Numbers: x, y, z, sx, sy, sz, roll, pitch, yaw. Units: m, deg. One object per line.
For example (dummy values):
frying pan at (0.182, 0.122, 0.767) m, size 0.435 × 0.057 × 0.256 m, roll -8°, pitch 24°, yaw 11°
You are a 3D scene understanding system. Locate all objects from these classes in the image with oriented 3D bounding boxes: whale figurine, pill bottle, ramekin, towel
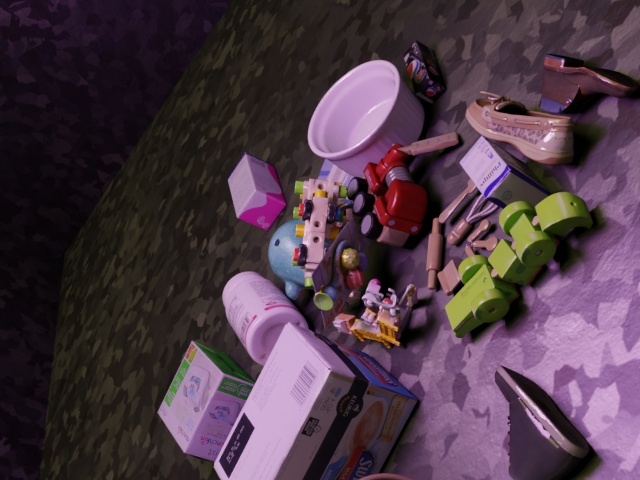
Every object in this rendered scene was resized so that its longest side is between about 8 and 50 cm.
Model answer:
whale figurine at (-0.036, 0.050, 2.063) m, size 0.216 × 0.141 × 0.272 m, roll -57°, pitch 36°, yaw 13°
pill bottle at (-0.148, 0.191, 2.125) m, size 0.160 × 0.160 × 0.283 m, roll -61°, pitch 29°, yaw 8°
ramekin at (0.116, -0.282, 2.008) m, size 0.277 × 0.135 × 0.277 m, roll -29°, pitch 42°, yaw 30°
towel at (0.079, -0.193, 2.171) m, size 0.285 × 0.034 × 0.209 m, roll 11°, pitch 77°, yaw 61°

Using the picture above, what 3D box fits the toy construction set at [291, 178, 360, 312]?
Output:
toy construction set at (0.000, 0.000, 1.892) m, size 0.215 × 0.151 × 0.328 m, roll 102°, pitch 159°, yaw -74°

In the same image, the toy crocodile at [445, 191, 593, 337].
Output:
toy crocodile at (0.341, 0.046, 1.494) m, size 0.341 × 0.105 × 0.115 m, roll -55°, pitch 30°, yaw 27°

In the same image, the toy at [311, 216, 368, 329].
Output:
toy at (0.059, 0.067, 1.769) m, size 0.056 × 0.137 × 0.237 m, roll 2°, pitch 32°, yaw 29°

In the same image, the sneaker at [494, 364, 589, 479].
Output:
sneaker at (0.320, 0.301, 1.338) m, size 0.118 × 0.083 × 0.222 m, roll -57°, pitch 31°, yaw 16°

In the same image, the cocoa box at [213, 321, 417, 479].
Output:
cocoa box at (-0.015, 0.387, 1.680) m, size 0.347 × 0.227 × 0.231 m, roll -63°, pitch 29°, yaw 5°

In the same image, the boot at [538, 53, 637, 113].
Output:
boot at (0.484, -0.268, 1.533) m, size 0.219 × 0.082 × 0.106 m, roll 45°, pitch 130°, yaw 55°

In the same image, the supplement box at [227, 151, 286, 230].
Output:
supplement box at (-0.193, -0.148, 2.509) m, size 0.114 × 0.111 × 0.220 m, roll -53°, pitch 31°, yaw 22°

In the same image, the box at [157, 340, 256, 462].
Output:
box at (-0.302, 0.430, 2.243) m, size 0.231 × 0.126 × 0.262 m, roll -63°, pitch 30°, yaw 1°

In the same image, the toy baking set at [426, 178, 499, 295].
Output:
toy baking set at (0.290, -0.012, 1.689) m, size 0.196 × 0.030 × 0.256 m, roll -28°, pitch 46°, yaw 44°

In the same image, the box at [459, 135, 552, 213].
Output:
box at (0.347, -0.113, 1.564) m, size 0.072 × 0.126 × 0.137 m, roll -51°, pitch 32°, yaw 21°

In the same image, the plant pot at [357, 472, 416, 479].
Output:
plant pot at (0.094, 0.559, 1.394) m, size 0.229 × 0.263 × 0.263 m, roll 117°, pitch 158°, yaw -45°

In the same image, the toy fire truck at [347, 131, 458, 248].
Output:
toy fire truck at (0.194, -0.131, 1.841) m, size 0.246 × 0.158 × 0.217 m, roll -61°, pitch 27°, yaw 30°

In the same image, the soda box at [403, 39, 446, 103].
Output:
soda box at (0.250, -0.408, 2.018) m, size 0.053 × 0.060 × 0.169 m, roll -47°, pitch 34°, yaw 32°

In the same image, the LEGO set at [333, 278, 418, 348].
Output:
LEGO set at (0.129, 0.147, 1.759) m, size 0.107 × 0.132 × 0.287 m, roll -57°, pitch 1°, yaw -20°

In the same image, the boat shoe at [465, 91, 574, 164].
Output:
boat shoe at (0.383, -0.230, 1.596) m, size 0.285 × 0.104 × 0.089 m, roll 41°, pitch 135°, yaw 51°

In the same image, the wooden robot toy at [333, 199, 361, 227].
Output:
wooden robot toy at (0.025, -0.068, 2.093) m, size 0.173 × 0.079 × 0.076 m, roll 26°, pitch 119°, yaw 54°
